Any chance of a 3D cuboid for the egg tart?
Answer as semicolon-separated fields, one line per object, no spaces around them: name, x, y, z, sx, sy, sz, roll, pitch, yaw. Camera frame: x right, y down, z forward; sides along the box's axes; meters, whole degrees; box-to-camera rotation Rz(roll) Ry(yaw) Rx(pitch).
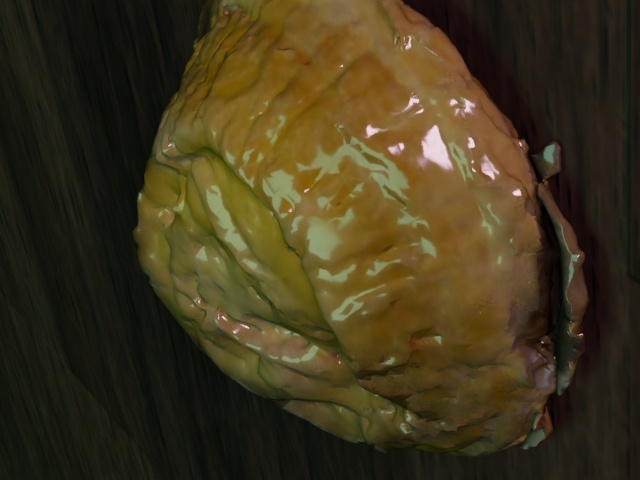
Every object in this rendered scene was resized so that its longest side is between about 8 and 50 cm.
egg tart;0.000;0.000;0.660;0.231;0.098;0.252;62;154;-10
